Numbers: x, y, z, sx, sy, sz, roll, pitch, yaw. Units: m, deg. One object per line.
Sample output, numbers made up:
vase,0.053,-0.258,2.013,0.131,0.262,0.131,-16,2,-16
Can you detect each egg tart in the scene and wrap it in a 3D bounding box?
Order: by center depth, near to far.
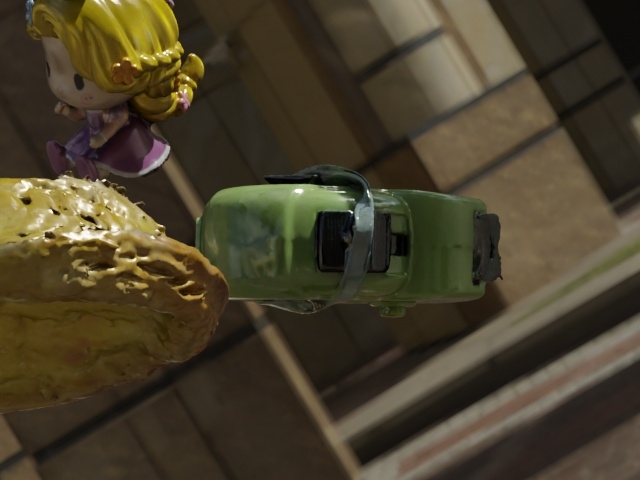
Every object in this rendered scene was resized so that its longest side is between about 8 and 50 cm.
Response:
egg tart,-0.132,0.023,0.669,0.191,0.074,0.191,-7,-21,-3

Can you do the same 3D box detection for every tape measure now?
tape measure,0.000,0.000,1.088,0.200,0.106,0.175,1,-3,39

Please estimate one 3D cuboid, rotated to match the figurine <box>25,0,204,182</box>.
figurine,-0.116,-0.121,0.898,0.095,0.156,0.115,18,41,34
